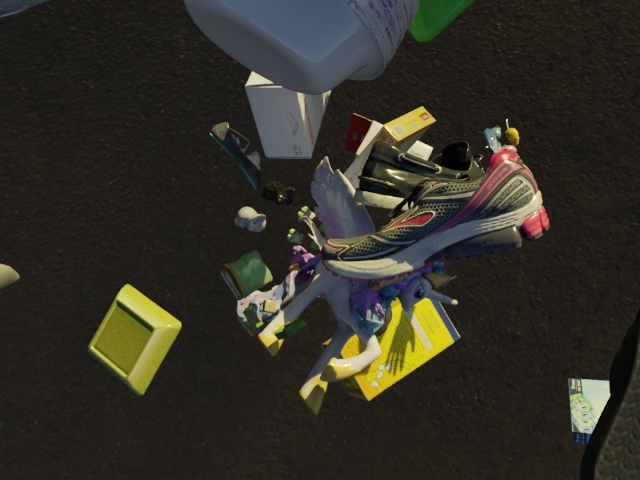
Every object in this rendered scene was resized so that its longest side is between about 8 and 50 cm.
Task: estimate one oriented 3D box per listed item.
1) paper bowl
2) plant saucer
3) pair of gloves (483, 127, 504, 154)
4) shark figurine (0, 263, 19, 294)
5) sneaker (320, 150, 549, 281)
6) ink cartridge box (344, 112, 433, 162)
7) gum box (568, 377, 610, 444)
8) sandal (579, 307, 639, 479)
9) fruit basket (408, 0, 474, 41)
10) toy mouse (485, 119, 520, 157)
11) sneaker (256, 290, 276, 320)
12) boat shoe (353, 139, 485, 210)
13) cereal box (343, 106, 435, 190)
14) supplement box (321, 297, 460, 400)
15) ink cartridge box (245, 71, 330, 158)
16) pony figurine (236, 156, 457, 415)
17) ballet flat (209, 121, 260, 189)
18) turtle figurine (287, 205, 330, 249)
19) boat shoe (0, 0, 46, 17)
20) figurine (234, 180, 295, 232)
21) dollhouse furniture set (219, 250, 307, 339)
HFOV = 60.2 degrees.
[{"bbox_3d":[-0.041,-0.280,0.643,0.284,0.284,0.148,30,88,-11],"label":"paper bowl"},{"bbox_3d":[-0.429,0.219,1.229,0.188,0.045,0.188,30,91,22],"label":"plant saucer"},{"bbox_3d":[0.462,-0.186,1.381,0.023,0.159,0.198,-25,130,31],"label":"pair of gloves"},{"bbox_3d":[-0.425,0.109,0.522,0.116,0.166,0.278,34,66,20],"label":"shark figurine"},{"bbox_3d":[0.135,-0.024,0.729,0.299,0.121,0.112,-18,95,24],"label":"sneaker"},{"bbox_3d":[0.184,-0.248,1.785,0.272,0.309,0.130,26,78,4],"label":"ink cartridge box"},{"bbox_3d":[0.623,0.362,1.156,0.185,0.157,0.041,-1,120,22],"label":"gum box"},{"bbox_3d":[0.541,0.223,0.904,0.168,0.107,0.445,34,81,-2],"label":"sandal"},{"bbox_3d":[0.294,-0.666,1.259,0.392,0.392,0.283,-39,80,13],"label":"fruit basket"},{"bbox_3d":[0.603,-0.328,1.813,0.143,0.031,0.161,-15,75,-25],"label":"toy mouse"},{"bbox_3d":[-0.144,0.151,1.286,0.098,0.038,0.069,4,95,36],"label":"sneaker"},{"bbox_3d":[0.208,-0.107,0.896,0.340,0.127,0.113,1,102,-26],"label":"boat shoe"},{"bbox_3d":[0.114,-0.159,1.130,0.047,0.173,0.240,48,131,6],"label":"cereal box"},{"bbox_3d":[0.216,0.320,1.737,0.357,0.194,0.195,-29,87,-17],"label":"supplement box"},{"bbox_3d":[-0.071,-0.391,1.405,0.131,0.306,0.226,3,139,15],"label":"ink cartridge box"},{"bbox_3d":[0.030,0.077,1.020,0.363,0.303,0.351,-38,77,-16],"label":"pony figurine"},{"bbox_3d":[-0.204,-0.226,1.449,0.074,0.074,0.203,-34,112,11],"label":"ballet flat"},{"bbox_3d":[0.000,0.000,1.858,0.266,0.275,0.197,31,132,31],"label":"turtle figurine"},{"bbox_3d":[-0.257,-0.273,0.517,0.227,0.081,0.079,-38,102,-25],"label":"boat shoe"},{"bbox_3d":[-0.182,-0.107,1.853,0.215,0.209,0.092,-45,106,-8],"label":"figurine"},{"bbox_3d":[-0.088,0.085,0.868,0.076,0.058,0.151,-31,89,-30],"label":"dollhouse furniture set"}]
